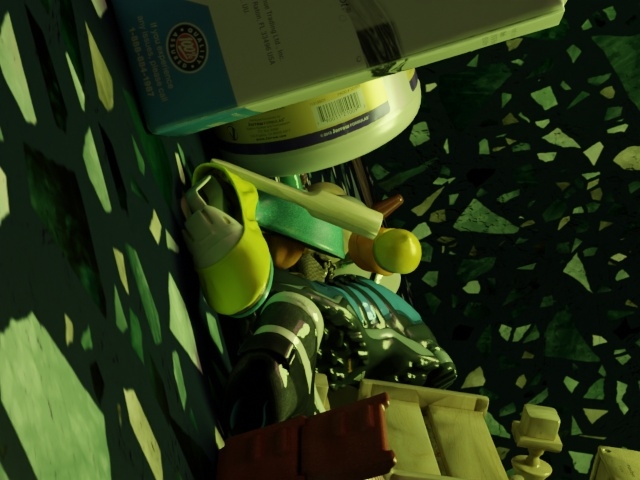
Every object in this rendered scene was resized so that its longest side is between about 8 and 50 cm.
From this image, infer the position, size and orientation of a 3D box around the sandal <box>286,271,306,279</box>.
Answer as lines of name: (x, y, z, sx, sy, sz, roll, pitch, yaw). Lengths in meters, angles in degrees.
sandal: (-0.052, 0.068, 1.737, 0.180, 0.049, 0.072, 19, 65, -65)

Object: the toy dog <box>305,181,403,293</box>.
toy dog: (0.071, 0.054, 2.312, 0.220, 0.161, 0.334, -99, 170, -47)

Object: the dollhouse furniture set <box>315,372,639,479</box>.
dollhouse furniture set: (0.133, 0.283, 1.535, 0.303, 0.355, 0.174, -100, -160, -72)

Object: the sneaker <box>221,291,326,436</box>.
sneaker: (-0.049, 0.163, 1.459, 0.121, 0.079, 0.217, -56, 151, -49)

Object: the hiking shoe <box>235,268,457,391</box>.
hiking shoe: (0.010, 0.089, 1.701, 0.304, 0.113, 0.132, 29, 26, -42)

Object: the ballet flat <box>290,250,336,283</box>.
ballet flat: (0.006, 0.109, 2.070, 0.084, 0.058, 0.250, 67, 10, -46)

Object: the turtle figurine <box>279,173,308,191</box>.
turtle figurine: (-0.028, -0.127, 2.108, 0.175, 0.118, 0.234, -69, 161, -55)

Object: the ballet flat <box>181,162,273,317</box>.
ballet flat: (-0.095, -0.008, 1.485, 0.077, 0.077, 0.231, 48, 14, -23)

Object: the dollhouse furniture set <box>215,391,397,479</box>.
dollhouse furniture set: (0.016, 0.307, 1.230, 0.374, 0.152, 0.201, -92, 165, -66)

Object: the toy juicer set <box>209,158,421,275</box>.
toy juicer set: (0.000, 0.000, 1.730, 0.329, 0.209, 0.090, 35, 76, -78)

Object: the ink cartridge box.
ink cartridge box: (0.003, -0.285, 1.482, 0.166, 0.394, 0.286, -20, 94, -83)

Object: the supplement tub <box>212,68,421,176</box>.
supplement tub: (-0.042, -0.262, 1.745, 0.241, 0.241, 0.331, -91, 164, -67)

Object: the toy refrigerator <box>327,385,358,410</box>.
toy refrigerator: (0.078, 0.242, 1.803, 0.094, 0.102, 0.270, 43, 19, -58)
